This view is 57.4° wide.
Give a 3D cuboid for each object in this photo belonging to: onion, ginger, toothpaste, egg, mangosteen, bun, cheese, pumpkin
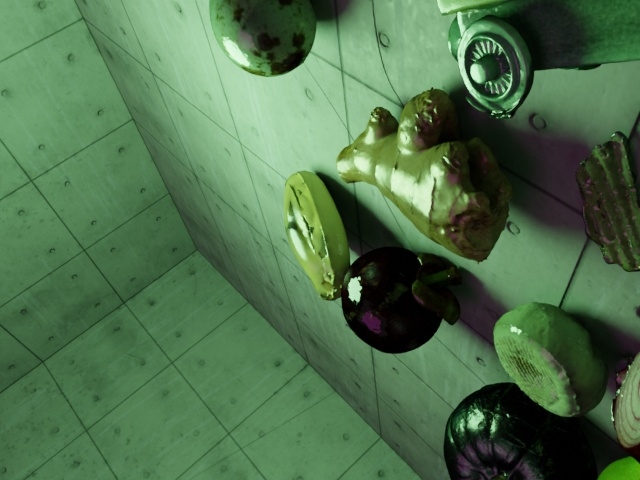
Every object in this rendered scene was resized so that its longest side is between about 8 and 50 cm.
[{"bbox_3d":[0.456,0.243,0.736,0.140,0.218,0.195,22,150,4],"label":"onion"},{"bbox_3d":[0.134,-0.117,0.906,0.375,0.166,0.236,29,160,37],"label":"ginger"},{"bbox_3d":[0.488,0.238,0.932,0.045,0.028,0.170,40,162,49],"label":"toothpaste"},{"bbox_3d":[-0.102,-0.375,0.972,0.231,0.169,0.169,56,164,26],"label":"egg"},{"bbox_3d":[0.170,0.111,1.189,0.265,0.228,0.228,-26,104,37],"label":"mangosteen"},{"bbox_3d":[0.379,0.185,0.947,0.195,0.118,0.195,51,162,23],"label":"bun"},{"bbox_3d":[0.000,0.000,1.350,0.316,0.128,0.259,-104,-7,-48],"label":"cheese"},{"bbox_3d":[0.400,0.436,1.178,0.315,0.238,0.315,21,121,41],"label":"pumpkin"}]

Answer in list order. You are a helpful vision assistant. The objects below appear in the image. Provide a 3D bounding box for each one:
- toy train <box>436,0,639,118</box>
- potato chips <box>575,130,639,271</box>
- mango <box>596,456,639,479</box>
[{"bbox_3d":[0.238,-0.241,0.463,0.397,0.160,0.253,19,134,59],"label":"toy train"},{"bbox_3d":[0.356,-0.043,0.724,0.092,0.028,0.207,18,144,55],"label":"potato chips"},{"bbox_3d":[0.552,0.440,0.958,0.192,0.156,0.343,26,146,36],"label":"mango"}]
